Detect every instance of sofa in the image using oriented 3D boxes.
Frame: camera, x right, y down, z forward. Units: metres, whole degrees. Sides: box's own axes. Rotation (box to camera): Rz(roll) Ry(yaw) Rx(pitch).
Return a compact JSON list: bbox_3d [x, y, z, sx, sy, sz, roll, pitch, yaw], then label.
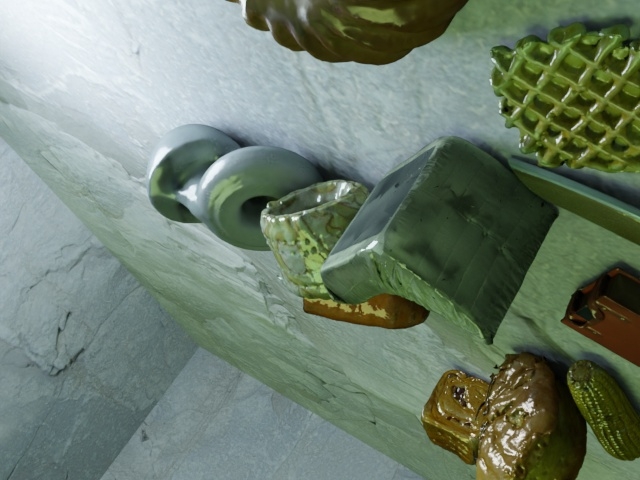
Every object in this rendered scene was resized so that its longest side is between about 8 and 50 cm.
[{"bbox_3d":[0.138,0.008,0.845,0.176,0.210,0.225,38,156,-9],"label":"sofa"}]

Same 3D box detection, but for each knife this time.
[{"bbox_3d":[0.348,-0.010,0.696,0.343,0.027,0.061,32,167,29],"label":"knife"}]

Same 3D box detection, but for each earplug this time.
[{"bbox_3d":[-0.146,-0.096,1.131,0.326,0.175,0.214,18,140,20],"label":"earplug"}]

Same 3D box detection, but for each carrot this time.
[{"bbox_3d":[0.087,0.085,1.187,0.225,0.159,0.159,18,154,18],"label":"carrot"}]

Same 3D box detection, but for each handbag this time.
[{"bbox_3d":[0.417,0.114,0.845,0.190,0.063,0.127,29,159,6],"label":"handbag"}]

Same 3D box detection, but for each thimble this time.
[{"bbox_3d":[0.000,0.000,1.008,0.190,0.137,0.143,-8,116,32],"label":"thimble"}]

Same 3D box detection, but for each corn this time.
[{"bbox_3d":[0.466,0.279,1.085,0.080,0.080,0.231,7,145,52],"label":"corn"}]

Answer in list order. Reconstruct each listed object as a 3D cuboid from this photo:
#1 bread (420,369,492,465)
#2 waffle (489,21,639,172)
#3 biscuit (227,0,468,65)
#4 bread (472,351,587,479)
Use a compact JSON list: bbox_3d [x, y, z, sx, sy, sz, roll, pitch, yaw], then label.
[{"bbox_3d":[0.308,0.375,1.434,0.149,0.158,0.143,27,159,34],"label":"bread"},{"bbox_3d":[0.246,-0.127,0.621,0.183,0.036,0.169,11,146,44],"label":"waffle"},{"bbox_3d":[-0.014,-0.283,0.606,0.326,0.107,0.325,27,159,12],"label":"biscuit"},{"bbox_3d":[0.361,0.319,1.115,0.160,0.260,0.147,38,146,-21],"label":"bread"}]
